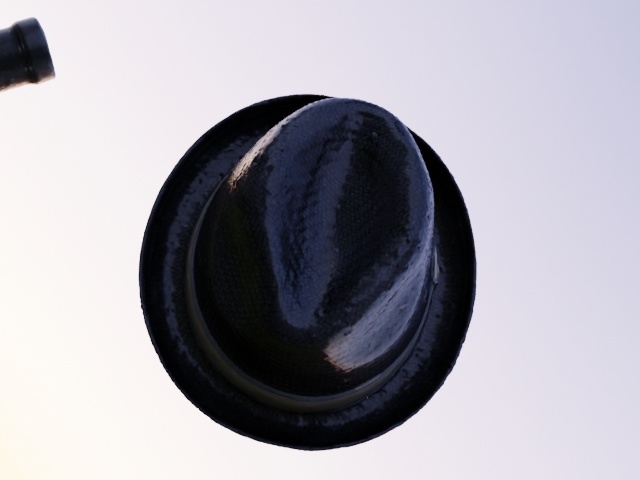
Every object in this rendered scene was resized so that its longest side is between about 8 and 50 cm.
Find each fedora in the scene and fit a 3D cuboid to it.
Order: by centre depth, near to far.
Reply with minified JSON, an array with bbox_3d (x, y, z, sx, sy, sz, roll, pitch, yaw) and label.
[{"bbox_3d":[0.000,0.000,0.973,0.334,0.334,0.152,50,-20,13],"label":"fedora"}]

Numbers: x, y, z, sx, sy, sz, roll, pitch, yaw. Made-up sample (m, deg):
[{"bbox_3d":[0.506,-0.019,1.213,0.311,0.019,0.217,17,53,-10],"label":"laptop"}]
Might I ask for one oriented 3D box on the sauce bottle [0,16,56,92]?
[{"bbox_3d":[-0.449,-0.149,1.197,0.111,0.344,0.111,162,-90,-75],"label":"sauce bottle"}]
